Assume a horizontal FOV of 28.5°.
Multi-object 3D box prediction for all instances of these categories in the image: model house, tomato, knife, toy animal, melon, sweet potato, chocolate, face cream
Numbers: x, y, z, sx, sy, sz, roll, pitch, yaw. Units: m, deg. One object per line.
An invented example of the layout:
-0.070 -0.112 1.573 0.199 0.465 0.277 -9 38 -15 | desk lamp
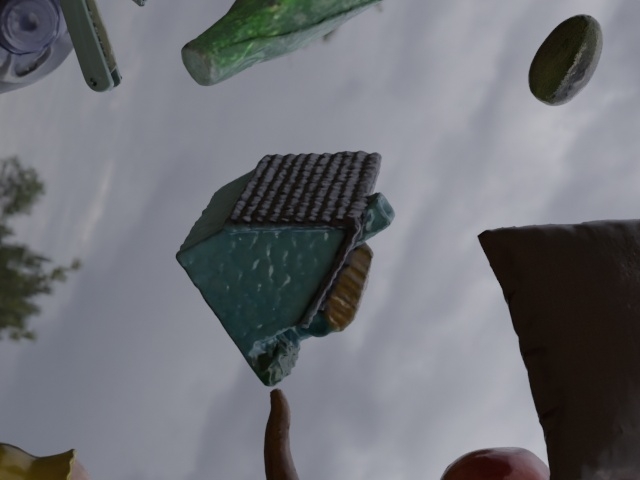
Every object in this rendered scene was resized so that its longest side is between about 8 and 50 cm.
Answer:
0.000 0.000 1.603 0.249 0.230 0.280 -26 -162 19 | model house
0.320 0.457 2.142 0.180 0.260 0.260 -41 -151 17 | tomato
-0.222 -0.216 1.182 0.044 0.023 0.162 1 -65 37 | knife
-0.415 0.360 1.828 0.156 0.230 0.156 -163 -90 -81 | toy animal
0.396 -0.290 2.029 0.162 0.099 0.099 -60 -158 31 | melon
-0.062 0.369 2.009 0.057 0.057 0.264 161 -80 -69 | sweet potato
-0.027 -0.264 1.403 0.291 0.110 0.110 -37 -177 -24 | chocolate
-0.384 -0.273 1.550 0.234 0.137 0.420 -61 -159 0 | face cream

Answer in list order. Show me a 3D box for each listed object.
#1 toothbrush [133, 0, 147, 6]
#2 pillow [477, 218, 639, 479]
-0.277 -0.346 1.475 0.022 0.204 0.017 -46 178 -25 | toothbrush
0.339 0.110 1.280 0.108 0.306 0.307 101 -19 -58 | pillow
